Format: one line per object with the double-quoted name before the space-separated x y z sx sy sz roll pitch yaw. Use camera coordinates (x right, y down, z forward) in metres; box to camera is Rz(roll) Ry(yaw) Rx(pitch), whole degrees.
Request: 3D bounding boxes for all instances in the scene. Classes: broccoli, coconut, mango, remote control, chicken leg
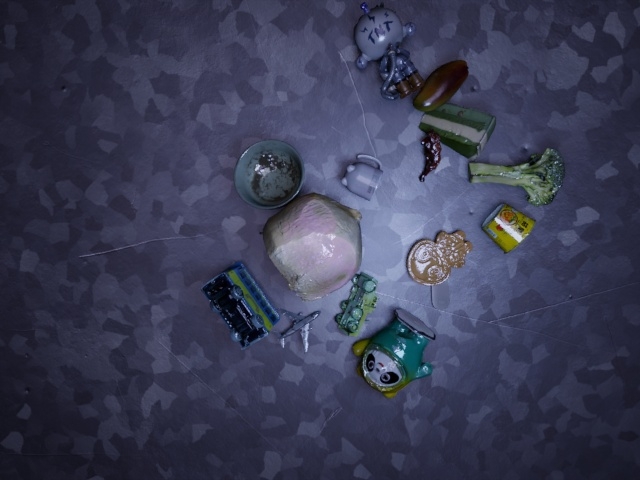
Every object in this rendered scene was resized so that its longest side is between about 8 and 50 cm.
"broccoli" 0.791 -0.257 1.893 0.361 0.252 0.221 5 92 34
"coconut" 0.000 0.000 1.801 0.404 0.404 0.405 0 95 0
"mango" 0.480 -0.619 1.874 0.267 0.111 0.133 -44 68 1
"remote control" 0.511 0.175 1.990 0.077 0.022 0.245 -3 94 3
"chicken leg" 0.451 -0.345 1.907 0.089 0.048 0.219 14 116 36

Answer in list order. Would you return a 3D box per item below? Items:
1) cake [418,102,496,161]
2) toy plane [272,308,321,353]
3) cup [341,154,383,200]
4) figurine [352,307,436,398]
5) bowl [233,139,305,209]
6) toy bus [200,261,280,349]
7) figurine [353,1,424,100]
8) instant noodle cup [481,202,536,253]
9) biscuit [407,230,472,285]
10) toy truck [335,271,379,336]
"cake" 0.567 -0.450 1.924 0.283 0.172 0.158 29 89 32
"toy plane" -0.094 0.367 1.994 0.226 0.058 0.226 -35 78 3
"cup" 0.173 -0.269 1.900 0.142 0.134 0.174 25 96 0
"figurine" 0.303 0.474 1.930 0.323 0.231 0.340 38 104 22
"bowl" -0.192 -0.247 1.883 0.289 0.146 0.289 -2 79 10
"toy bus" -0.327 0.265 1.917 0.152 0.190 0.312 -34 94 19
"figurine" 0.272 -0.751 1.837 0.261 0.186 0.382 -30 90 -3
"instant noodle cup" 0.758 -0.058 1.900 0.144 0.182 0.182 40 94 6
"biscuit" 0.499 0.070 1.953 0.288 0.044 0.202 -28 92 5
"toy truck" 0.175 0.271 1.967 0.135 0.128 0.260 16 94 -27
